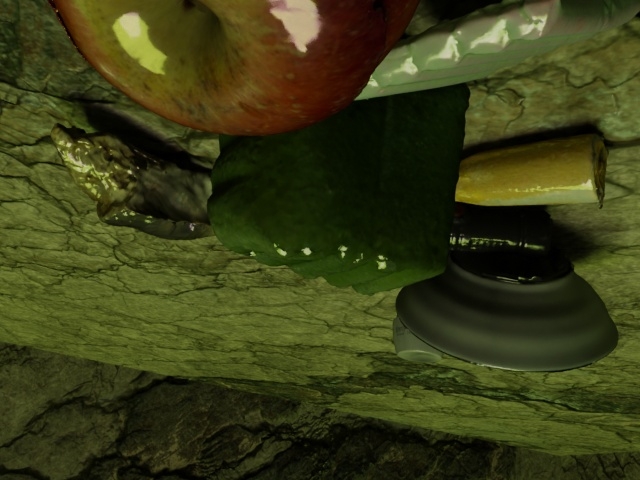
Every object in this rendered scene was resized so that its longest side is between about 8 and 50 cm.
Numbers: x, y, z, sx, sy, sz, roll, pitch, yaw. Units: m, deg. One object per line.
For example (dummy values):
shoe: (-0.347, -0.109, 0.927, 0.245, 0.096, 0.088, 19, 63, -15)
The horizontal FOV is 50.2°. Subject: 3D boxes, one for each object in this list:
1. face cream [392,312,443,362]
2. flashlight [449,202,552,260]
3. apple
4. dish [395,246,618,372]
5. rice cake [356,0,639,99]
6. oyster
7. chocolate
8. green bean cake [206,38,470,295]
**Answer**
face cream: (0.203, 0.186, 1.385, 0.117, 0.104, 0.117, 7, 159, 3)
flashlight: (0.199, -0.017, 0.941, 0.231, 0.093, 0.093, 2, 157, 6)
apple: (-0.055, -0.200, 0.442, 0.251, 0.206, 0.272, 24, 153, -6)
dish: (0.268, 0.067, 0.987, 0.316, 0.106, 0.316, 1, -161, 0)
rice cake: (0.139, -0.158, 0.542, 0.189, 0.037, 0.198, -13, -174, 38)
oyster: (-0.231, -0.061, 0.945, 0.166, 0.110, 0.341, 6, 171, 22)
chocolate: (0.217, -0.078, 0.805, 0.219, 0.086, 0.085, -1, 156, 31)
green bean cake: (0.018, -0.079, 0.636, 0.222, 0.248, 0.125, 18, 157, -26)
